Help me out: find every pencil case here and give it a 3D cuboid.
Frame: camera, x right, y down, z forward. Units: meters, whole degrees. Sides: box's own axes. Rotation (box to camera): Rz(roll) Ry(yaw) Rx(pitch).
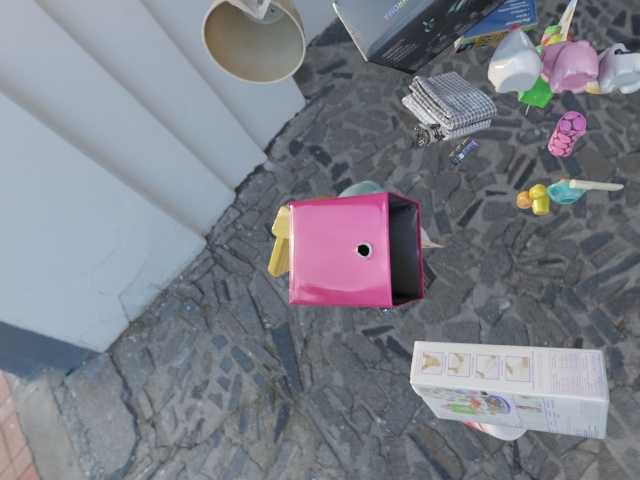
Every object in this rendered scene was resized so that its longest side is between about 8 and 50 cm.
[{"bbox_3d":[0.910,-0.382,1.613,0.095,0.209,0.098,-46,68,4],"label":"pencil case"}]

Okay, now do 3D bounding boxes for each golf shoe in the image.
[{"bbox_3d":[0.346,-0.339,1.364,0.093,0.198,0.077,-19,99,14],"label":"golf shoe"}]

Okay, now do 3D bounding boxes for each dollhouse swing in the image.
[{"bbox_3d":[0.000,0.000,1.714,0.315,0.347,0.305,11,106,24],"label":"dollhouse swing"}]

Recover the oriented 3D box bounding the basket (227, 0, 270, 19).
[{"bbox_3d":[-0.199,-0.645,1.082,0.103,0.167,0.113,31,106,13],"label":"basket"}]

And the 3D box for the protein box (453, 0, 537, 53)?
[{"bbox_3d":[0.474,-0.668,1.228,0.199,0.136,0.201,-9,96,8],"label":"protein box"}]

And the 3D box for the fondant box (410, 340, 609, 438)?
[{"bbox_3d":[0.374,0.297,0.872,0.330,0.238,0.096,-5,52,28],"label":"fondant box"}]

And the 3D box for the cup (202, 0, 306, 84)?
[{"bbox_3d":[-0.205,-0.731,1.453,0.331,0.331,0.237,-8,60,21],"label":"cup"}]

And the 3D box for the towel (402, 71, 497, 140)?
[{"bbox_3d":[0.488,-0.521,1.646,0.235,0.121,0.284,-23,62,-23],"label":"towel"}]

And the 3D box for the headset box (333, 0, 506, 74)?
[{"bbox_3d":[0.195,-0.452,0.816,0.246,0.283,0.131,-32,86,34],"label":"headset box"}]

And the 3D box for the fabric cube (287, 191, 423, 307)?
[{"bbox_3d":[0.093,0.028,1.083,0.258,0.259,0.254,-3,86,28],"label":"fabric cube"}]

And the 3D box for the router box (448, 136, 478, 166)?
[{"bbox_3d":[0.660,-0.414,2.026,0.046,0.179,0.133,43,112,-2],"label":"router box"}]

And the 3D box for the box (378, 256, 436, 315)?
[{"bbox_3d":[0.244,0.129,1.300,0.156,0.158,0.093,-36,85,25],"label":"box"}]

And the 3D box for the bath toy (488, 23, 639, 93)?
[{"bbox_3d":[0.501,-0.351,0.854,0.348,0.151,0.129,2,78,0],"label":"bath toy"}]

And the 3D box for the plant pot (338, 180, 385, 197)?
[{"bbox_3d":[0.166,-0.122,2.068,0.196,0.293,0.293,-17,46,-33],"label":"plant pot"}]

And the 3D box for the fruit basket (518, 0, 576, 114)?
[{"bbox_3d":[0.893,-0.729,1.722,0.165,0.327,0.353,14,77,9],"label":"fruit basket"}]

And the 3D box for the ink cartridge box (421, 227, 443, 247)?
[{"bbox_3d":[0.296,-0.018,1.427,0.145,0.179,0.045,-5,71,62],"label":"ink cartridge box"}]

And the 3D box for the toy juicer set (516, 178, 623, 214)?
[{"bbox_3d":[0.880,-0.192,1.605,0.329,0.209,0.090,-25,60,58],"label":"toy juicer set"}]

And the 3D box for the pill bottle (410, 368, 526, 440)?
[{"bbox_3d":[0.518,0.524,1.549,0.407,0.229,0.229,-4,55,62],"label":"pill bottle"}]
